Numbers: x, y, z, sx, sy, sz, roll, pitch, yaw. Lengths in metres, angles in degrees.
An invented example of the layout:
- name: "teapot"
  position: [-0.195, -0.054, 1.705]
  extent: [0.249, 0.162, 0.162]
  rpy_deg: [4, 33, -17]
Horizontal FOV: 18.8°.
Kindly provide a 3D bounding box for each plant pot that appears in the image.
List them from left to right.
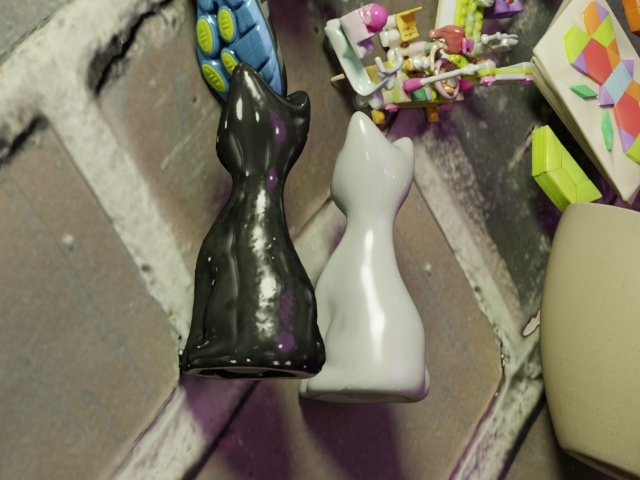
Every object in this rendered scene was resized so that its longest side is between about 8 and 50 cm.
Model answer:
- name: "plant pot"
  position: [0.296, 0.114, 1.618]
  extent: [0.284, 0.284, 0.191]
  rpy_deg: [32, 81, -45]

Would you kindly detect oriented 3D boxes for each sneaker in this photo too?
- name: "sneaker"
  position: [-0.055, -0.178, 1.362]
  extent: [0.078, 0.067, 0.188]
  rpy_deg: [-19, 93, -51]

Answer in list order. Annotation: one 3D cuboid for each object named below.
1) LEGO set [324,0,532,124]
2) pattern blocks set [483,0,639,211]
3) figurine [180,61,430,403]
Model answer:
- name: "LEGO set"
  position: [0.121, -0.175, 1.566]
  extent: [0.287, 0.107, 0.132]
  rpy_deg: [-44, 115, -50]
- name: "pattern blocks set"
  position: [0.258, -0.138, 1.749]
  extent: [0.325, 0.026, 0.285]
  rpy_deg: [44, 50, -28]
- name: "figurine"
  position: [0.000, 0.000, 1.348]
  extent: [0.215, 0.092, 0.209]
  rpy_deg: [18, 71, -51]
